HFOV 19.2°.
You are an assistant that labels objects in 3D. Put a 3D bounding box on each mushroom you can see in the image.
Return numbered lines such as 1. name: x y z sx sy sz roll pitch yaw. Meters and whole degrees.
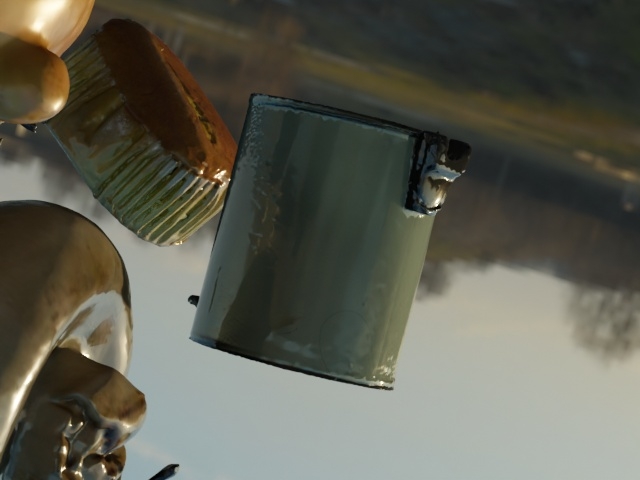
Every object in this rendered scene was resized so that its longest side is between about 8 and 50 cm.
1. mushroom: -0.271 0.148 1.695 0.294 0.362 0.362 24 -175 13

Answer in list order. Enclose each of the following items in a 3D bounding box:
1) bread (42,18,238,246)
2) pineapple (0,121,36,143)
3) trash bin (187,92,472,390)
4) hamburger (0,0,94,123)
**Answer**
1. bread: -0.215 -0.146 2.336 0.204 0.156 0.288 16 -144 -58
2. pineapple: -0.336 -0.119 1.520 0.221 0.047 0.221 18 -155 -9
3. trash bin: 0.000 0.000 1.933 0.277 0.262 0.217 13 180 40
4. hamburger: -0.260 -0.165 1.173 0.237 0.276 0.276 61 174 -11
